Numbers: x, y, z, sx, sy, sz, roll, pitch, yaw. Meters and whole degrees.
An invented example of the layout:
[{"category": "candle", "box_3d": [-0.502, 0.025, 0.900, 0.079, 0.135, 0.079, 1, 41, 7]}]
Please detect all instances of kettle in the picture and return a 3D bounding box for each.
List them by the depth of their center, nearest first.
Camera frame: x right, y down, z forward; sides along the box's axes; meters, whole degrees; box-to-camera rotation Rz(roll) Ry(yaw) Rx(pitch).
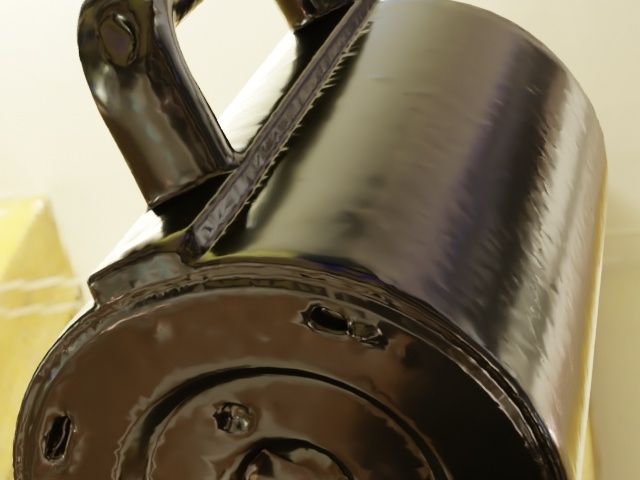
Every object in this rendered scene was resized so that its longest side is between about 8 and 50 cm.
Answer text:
[{"category": "kettle", "box_3d": [-0.005, 0.012, 0.756, 0.262, 0.203, 0.308, 32, -149, -5]}]
